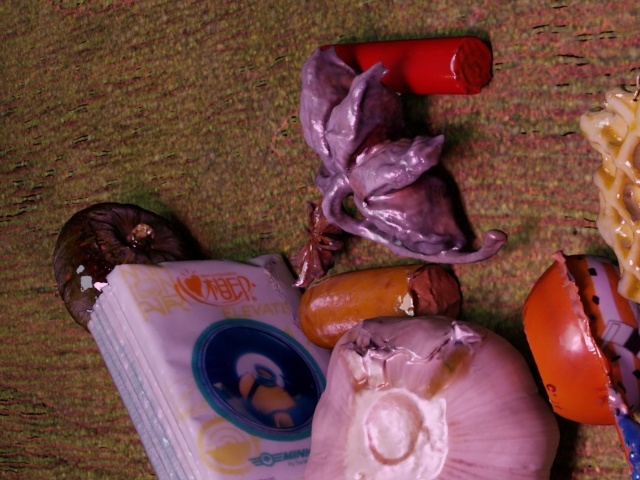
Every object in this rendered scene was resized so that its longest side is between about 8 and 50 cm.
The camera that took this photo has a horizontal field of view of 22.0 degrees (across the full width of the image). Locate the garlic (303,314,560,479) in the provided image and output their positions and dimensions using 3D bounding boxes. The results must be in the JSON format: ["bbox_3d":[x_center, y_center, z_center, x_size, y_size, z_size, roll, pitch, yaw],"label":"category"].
[{"bbox_3d":[0.126,0.238,1.903,0.322,0.241,0.322,8,101,52],"label":"garlic"}]

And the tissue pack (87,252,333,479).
[{"bbox_3d":[-0.106,0.208,2.168,0.162,0.287,0.388,-56,51,37],"label":"tissue pack"}]

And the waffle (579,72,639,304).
[{"bbox_3d":[0.355,-0.013,1.484,0.297,0.073,0.317,-10,101,64],"label":"waffle"}]

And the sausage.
[{"bbox_3d":[0.060,0.087,2.094,0.270,0.109,0.109,-12,84,55],"label":"sausage"}]

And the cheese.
[{"bbox_3d":[0.294,0.136,1.708,0.329,0.129,0.217,-101,-12,-53],"label":"cheese"}]

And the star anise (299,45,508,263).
[{"bbox_3d":[0.065,-0.090,2.003,0.316,0.139,0.359,54,161,-5],"label":"star anise"}]

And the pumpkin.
[{"bbox_3d":[-0.281,0.044,2.434,0.159,0.238,0.238,-51,54,36],"label":"pumpkin"}]

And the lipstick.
[{"bbox_3d":[0.094,-0.215,2.043,0.279,0.073,0.073,6,98,52],"label":"lipstick"}]

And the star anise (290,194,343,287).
[{"bbox_3d":[0.001,0.001,2.160,0.141,0.042,0.141,-165,90,-73],"label":"star anise"}]
